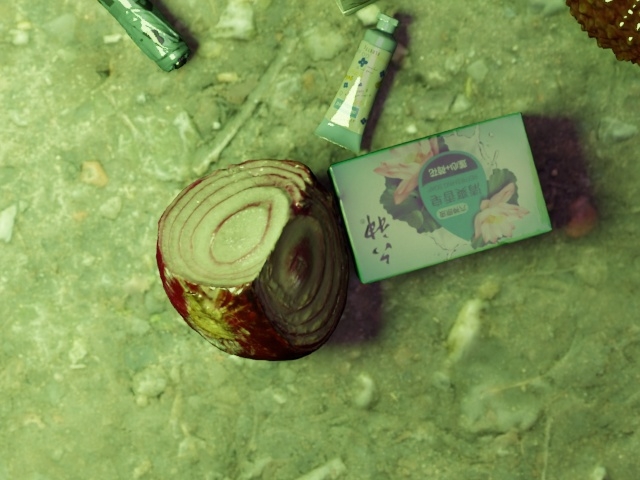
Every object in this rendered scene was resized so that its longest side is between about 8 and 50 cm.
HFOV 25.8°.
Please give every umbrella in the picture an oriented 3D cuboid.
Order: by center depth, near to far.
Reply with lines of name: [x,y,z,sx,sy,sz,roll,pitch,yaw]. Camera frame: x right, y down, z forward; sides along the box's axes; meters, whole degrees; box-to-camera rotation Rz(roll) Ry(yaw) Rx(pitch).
umbrella: [-0.256,-0.309,1.727,0.052,0.053,0.250,-41,92,6]

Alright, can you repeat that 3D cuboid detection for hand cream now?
hand cream: [0.053,-0.197,1.730,0.065,0.043,0.171,25,99,13]

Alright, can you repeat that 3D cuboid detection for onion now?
onion: [-0.087,0.038,1.682,0.206,0.216,0.207,7,137,34]

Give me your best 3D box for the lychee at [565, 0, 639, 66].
lychee: [0.423,-0.323,1.599,0.304,0.275,0.276,-6,95,28]

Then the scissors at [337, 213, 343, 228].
scissors: [0.000,0.000,1.760,0.039,0.012,0.113,23,95,0]

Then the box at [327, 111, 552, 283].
box: [0.144,-0.052,1.705,0.244,0.092,0.153,-17,93,0]

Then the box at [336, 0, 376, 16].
box: [0.054,-0.309,1.663,0.084,0.154,0.040,-29,89,4]
